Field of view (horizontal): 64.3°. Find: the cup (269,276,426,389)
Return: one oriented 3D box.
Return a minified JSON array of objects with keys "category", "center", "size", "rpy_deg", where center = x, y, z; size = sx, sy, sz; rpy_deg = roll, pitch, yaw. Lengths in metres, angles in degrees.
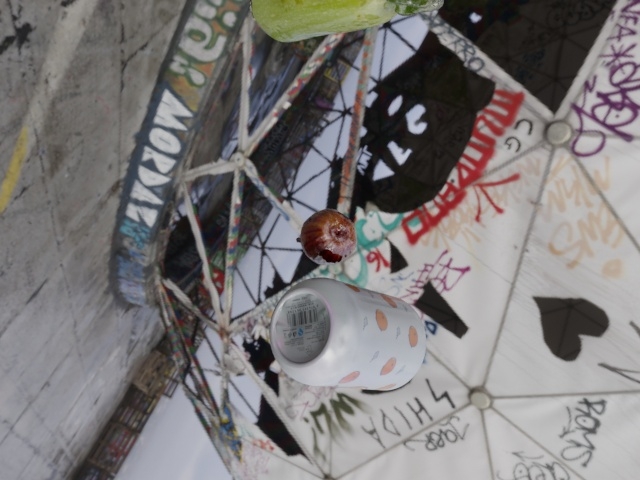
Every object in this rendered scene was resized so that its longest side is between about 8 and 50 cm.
[{"category":"cup","center":[0.053,0.192,1.038],"size":[0.317,0.212,0.212],"rpy_deg":[24,97,-51]}]

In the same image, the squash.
[{"category":"squash","center":[0.027,-0.312,0.600],"size":[0.287,0.137,0.137],"rpy_deg":[24,-95,53]}]

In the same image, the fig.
[{"category":"fig","center":[0.003,-0.001,1.107],"size":[0.150,0.128,0.128],"rpy_deg":[-25,-162,18]}]
